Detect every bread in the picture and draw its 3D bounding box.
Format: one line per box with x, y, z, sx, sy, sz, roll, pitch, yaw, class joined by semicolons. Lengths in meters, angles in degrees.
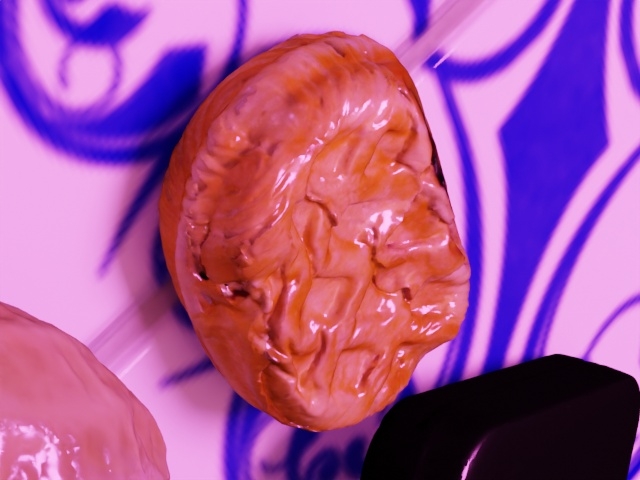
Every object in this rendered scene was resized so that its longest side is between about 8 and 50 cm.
0.000;0.000;0.517;0.083;0.044;0.110;-43;136;-23;bread

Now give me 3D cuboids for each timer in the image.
0.039;0.131;0.605;0.144;0.055;0.187;-8;112;-62;timer

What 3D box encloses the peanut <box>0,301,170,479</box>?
-0.101;0.034;0.404;0.174;0.080;0.080;32;83;-44;peanut
